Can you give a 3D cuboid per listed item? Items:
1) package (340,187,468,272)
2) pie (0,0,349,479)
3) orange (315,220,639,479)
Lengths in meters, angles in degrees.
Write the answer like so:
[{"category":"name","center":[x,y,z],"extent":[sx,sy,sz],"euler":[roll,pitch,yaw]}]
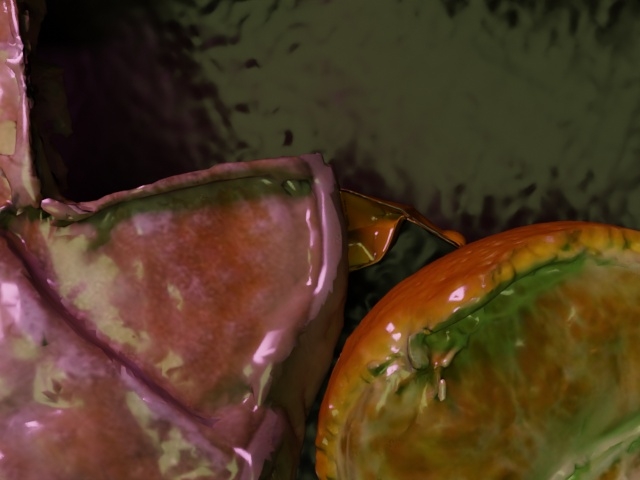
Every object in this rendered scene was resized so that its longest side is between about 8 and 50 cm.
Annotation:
[{"category":"package","center":[0.000,0.000,0.490],"extent":[0.131,0.071,0.047],"euler":[-15,90,11]},{"category":"pie","center":[-0.151,0.024,0.389],"extent":[0.337,0.075,0.337],"euler":[4,74,-14]},{"category":"orange","center":[0.109,0.104,0.438],"extent":[0.179,0.158,0.237],"euler":[-41,93,1]}]
